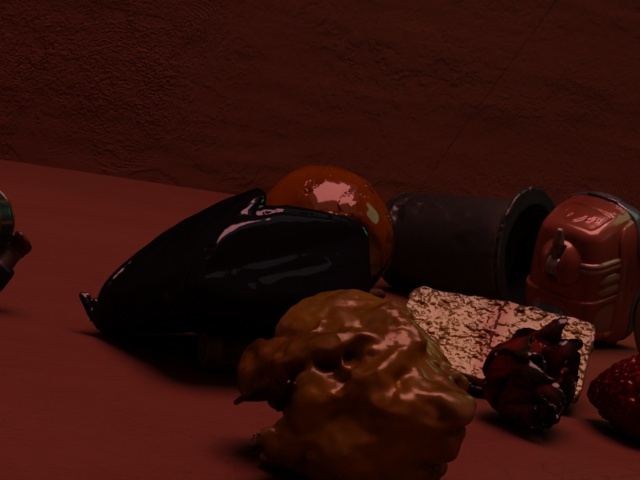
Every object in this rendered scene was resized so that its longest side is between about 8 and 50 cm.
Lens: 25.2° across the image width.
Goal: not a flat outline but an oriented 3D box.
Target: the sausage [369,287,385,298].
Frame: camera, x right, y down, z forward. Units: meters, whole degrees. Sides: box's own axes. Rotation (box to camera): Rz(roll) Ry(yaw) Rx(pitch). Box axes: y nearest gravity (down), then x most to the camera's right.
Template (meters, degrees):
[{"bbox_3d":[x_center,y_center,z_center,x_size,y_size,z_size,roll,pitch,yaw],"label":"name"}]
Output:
[{"bbox_3d":[0.075,0.094,2.426,0.024,0.024,0.132,15,10,29],"label":"sausage"}]

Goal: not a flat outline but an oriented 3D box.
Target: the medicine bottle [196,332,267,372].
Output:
[{"bbox_3d":[-0.106,0.139,1.750,0.083,0.047,0.047,7,8,-19],"label":"medicine bottle"}]

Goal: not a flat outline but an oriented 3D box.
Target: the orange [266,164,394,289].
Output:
[{"bbox_3d":[0.000,0.000,2.243,0.240,0.240,0.240,11,8,-1],"label":"orange"}]

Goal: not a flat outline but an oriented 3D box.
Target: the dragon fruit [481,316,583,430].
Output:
[{"bbox_3d":[0.261,0.171,1.752,0.121,0.130,0.142,-26,-22,-20],"label":"dragon fruit"}]

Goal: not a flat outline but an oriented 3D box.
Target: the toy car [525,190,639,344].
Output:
[{"bbox_3d":[0.443,0.058,2.427,0.180,0.270,0.212,23,32,37],"label":"toy car"}]

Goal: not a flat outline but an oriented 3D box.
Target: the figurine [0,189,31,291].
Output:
[{"bbox_3d":[-0.481,0.011,1.752,0.161,0.158,0.275,3,5,17],"label":"figurine"}]

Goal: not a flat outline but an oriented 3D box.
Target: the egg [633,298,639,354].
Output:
[{"bbox_3d":[0.577,0.138,2.073,0.219,0.219,0.269,6,12,-29],"label":"egg"}]

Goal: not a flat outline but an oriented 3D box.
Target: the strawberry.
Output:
[{"bbox_3d":[0.415,0.193,1.810,0.131,0.131,0.148,6,17,-30],"label":"strawberry"}]

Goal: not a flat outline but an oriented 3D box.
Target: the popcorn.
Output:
[{"bbox_3d":[0.036,0.145,1.391,0.253,0.190,0.191,9,0,18],"label":"popcorn"}]

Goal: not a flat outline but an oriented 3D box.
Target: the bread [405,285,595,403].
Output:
[{"bbox_3d":[0.233,0.150,1.955,0.266,0.142,0.178,14,-8,8],"label":"bread"}]

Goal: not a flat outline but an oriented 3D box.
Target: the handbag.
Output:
[{"bbox_3d":[-0.122,0.033,1.795,0.275,0.178,0.302,12,-16,-31],"label":"handbag"}]

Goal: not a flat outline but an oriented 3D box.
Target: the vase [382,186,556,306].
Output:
[{"bbox_3d":[0.253,0.009,2.570,0.291,0.245,0.245,8,5,35],"label":"vase"}]
